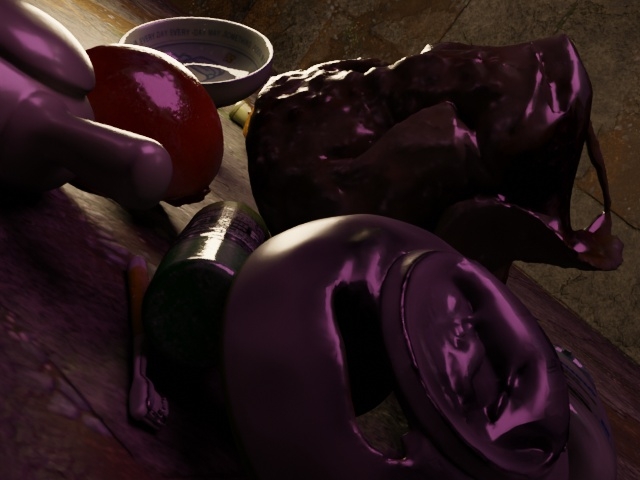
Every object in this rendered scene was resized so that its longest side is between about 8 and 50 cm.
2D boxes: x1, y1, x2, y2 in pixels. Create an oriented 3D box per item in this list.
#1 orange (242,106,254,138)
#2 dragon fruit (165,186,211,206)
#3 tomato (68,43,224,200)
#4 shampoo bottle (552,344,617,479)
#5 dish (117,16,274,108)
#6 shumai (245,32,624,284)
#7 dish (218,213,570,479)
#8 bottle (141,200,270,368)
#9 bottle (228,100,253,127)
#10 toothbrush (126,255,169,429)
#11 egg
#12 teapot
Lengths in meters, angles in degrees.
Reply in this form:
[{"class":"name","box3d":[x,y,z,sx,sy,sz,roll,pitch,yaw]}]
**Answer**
[{"class":"orange","box3d":[-0.037,-0.214,2.005,0.179,0.159,0.237,10,-1,31]},{"class":"dragon fruit","box3d":[-0.212,-0.109,1.252,0.190,0.094,0.094,31,8,19]},{"class":"tomato","box3d":[-0.194,-0.141,1.128,0.199,0.112,0.228,35,40,11]},{"class":"shampoo bottle","box3d":[0.224,0.194,1.136,0.221,0.151,0.349,37,9,15]},{"class":"dish","box3d":[-0.219,-0.280,1.836,0.273,0.134,0.273,2,34,-2]},{"class":"shumai","box3d":[0.142,-0.082,1.129,0.395,0.348,0.395,37,37,-35]},{"class":"dish","box3d":[0.089,0.104,0.767,0.324,0.124,0.324,29,42,-31]},{"class":"bottle","box3d":[-0.095,0.029,0.930,0.093,0.093,0.330,35,7,-6]},{"class":"bottle","box3d":[-0.141,-0.250,2.192,0.101,0.047,0.063,39,20,3]},{"class":"toothbrush","box3d":[-0.142,0.073,0.838,0.024,0.021,0.288,44,7,-22]},{"class":"egg","box3d":[0.007,0.088,0.934,0.141,0.141,0.181,36,-1,-5]},{"class":"teapot","box3d":[-0.251,-0.110,0.927,0.318,0.149,0.220,37,12,8]}]
